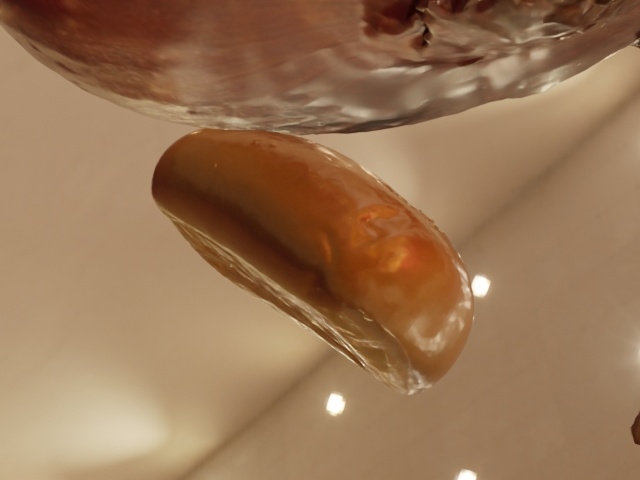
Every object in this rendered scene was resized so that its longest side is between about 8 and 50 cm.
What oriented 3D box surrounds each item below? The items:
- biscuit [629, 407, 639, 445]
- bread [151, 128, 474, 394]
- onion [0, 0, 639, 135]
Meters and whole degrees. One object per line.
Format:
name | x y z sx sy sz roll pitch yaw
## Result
biscuit | 0.302 0.131 0.508 0.378 0.094 0.054 19 -58 24
bread | 0.000 0.000 0.829 0.217 0.147 0.098 33 -106 37
onion | 0.003 -0.198 0.423 0.341 0.341 0.341 -34 -135 42
